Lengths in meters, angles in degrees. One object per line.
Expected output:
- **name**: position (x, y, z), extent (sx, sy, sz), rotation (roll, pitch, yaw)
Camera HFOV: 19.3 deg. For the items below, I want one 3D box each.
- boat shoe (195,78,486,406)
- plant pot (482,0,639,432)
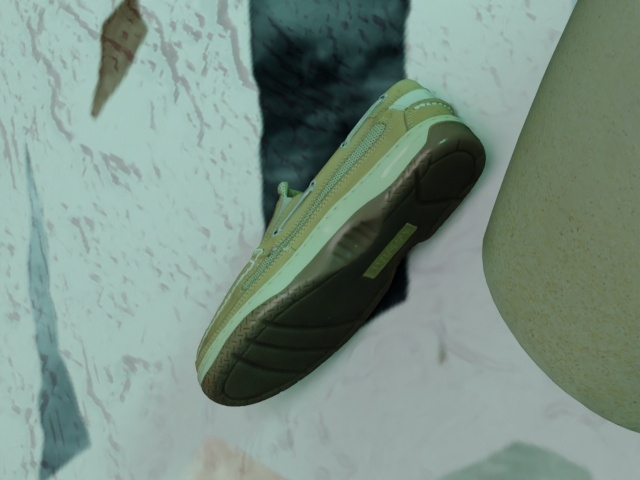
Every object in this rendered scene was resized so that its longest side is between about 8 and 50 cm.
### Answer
- **boat shoe**: position (0.000, 0.000, 0.945), extent (0.190, 0.068, 0.072), rotation (-46, 53, 10)
- **plant pot**: position (0.193, -0.052, 0.742), extent (0.274, 0.256, 0.256), rotation (-49, 64, 35)
